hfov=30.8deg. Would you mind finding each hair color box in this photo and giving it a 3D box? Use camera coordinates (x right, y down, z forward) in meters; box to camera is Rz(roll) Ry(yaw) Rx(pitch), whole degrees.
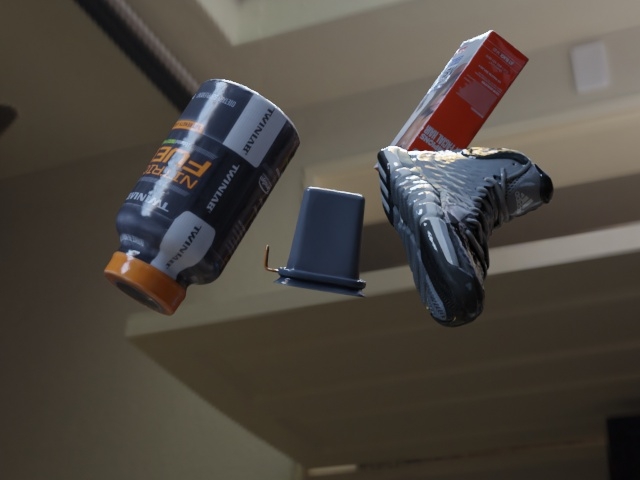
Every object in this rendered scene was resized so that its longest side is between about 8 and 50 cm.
[{"bbox_3d":[0.131,-0.127,1.178,0.053,0.167,0.093,35,175,-10],"label":"hair color box"}]

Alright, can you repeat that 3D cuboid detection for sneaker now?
[{"bbox_3d":[0.128,-0.022,0.910,0.229,0.132,0.086,-107,9,-57],"label":"sneaker"}]

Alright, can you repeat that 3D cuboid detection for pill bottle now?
[{"bbox_3d":[-0.134,-0.042,1.257,0.246,0.130,0.130,-60,-37,-17],"label":"pill bottle"}]

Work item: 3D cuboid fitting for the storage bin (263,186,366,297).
[{"bbox_3d":[0.000,0.000,1.075,0.135,0.098,0.091,92,-173,-88],"label":"storage bin"}]
